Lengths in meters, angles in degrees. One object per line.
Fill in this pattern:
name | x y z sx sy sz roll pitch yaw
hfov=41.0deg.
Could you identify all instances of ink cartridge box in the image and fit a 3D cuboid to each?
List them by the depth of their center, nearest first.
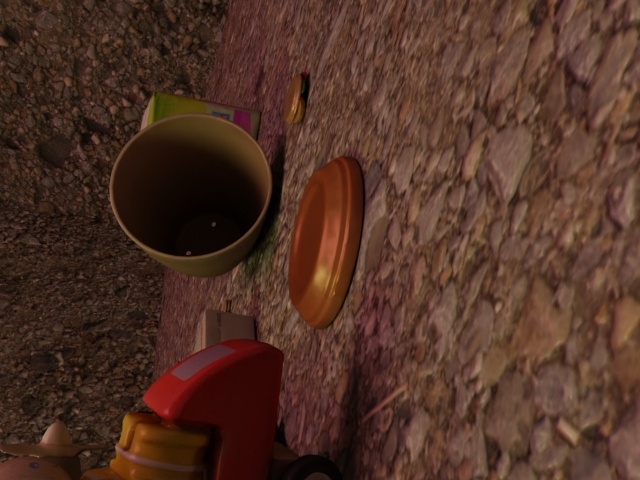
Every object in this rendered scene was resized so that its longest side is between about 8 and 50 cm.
ink cartridge box | -0.165 0.235 1.363 0.148 0.086 0.203 -103 27 -57

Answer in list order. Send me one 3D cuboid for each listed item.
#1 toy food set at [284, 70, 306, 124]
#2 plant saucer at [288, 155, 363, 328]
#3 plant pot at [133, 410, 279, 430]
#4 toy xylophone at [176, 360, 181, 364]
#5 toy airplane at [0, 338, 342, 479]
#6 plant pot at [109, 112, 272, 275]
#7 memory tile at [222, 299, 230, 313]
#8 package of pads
toy food set | -0.037 -0.217 1.313 0.083 0.020 0.082 171 109 -76
plant saucer | 0.000 0.000 0.973 0.200 0.037 0.199 -170 90 -76
plant pot | -0.132 0.327 1.007 0.167 0.188 0.187 47 126 57
toy xylophone | -0.263 0.304 1.676 0.322 0.081 0.236 116 160 -66
toy airplane | -0.187 0.290 0.737 0.386 0.272 0.384 -39 30 29
plant pot | -0.206 -0.039 1.473 0.274 0.257 0.256 93 -178 -68
memory tile | -0.189 0.193 1.646 0.148 0.012 0.113 -98 23 -53
package of pads | -0.258 -0.134 1.704 0.101 0.229 0.296 164 115 -75
